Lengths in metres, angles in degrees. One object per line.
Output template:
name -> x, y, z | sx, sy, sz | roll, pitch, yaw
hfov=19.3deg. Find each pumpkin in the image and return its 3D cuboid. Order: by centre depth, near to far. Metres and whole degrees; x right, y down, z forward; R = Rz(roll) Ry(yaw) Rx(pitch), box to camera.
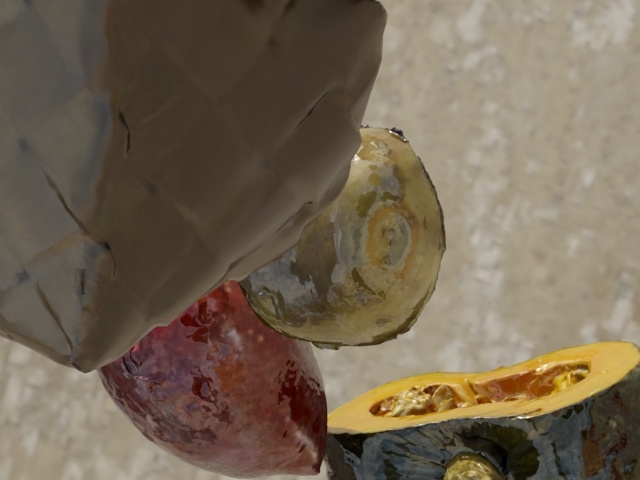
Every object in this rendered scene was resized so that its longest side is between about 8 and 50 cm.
pumpkin -> 0.150, 0.193, 1.655 | 0.317, 0.222, 0.139 | -9, 107, 24

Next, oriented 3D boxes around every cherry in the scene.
cherry -> -0.085, 0.109, 1.616 | 0.175, 0.250, 0.192 | -44, 4, -19

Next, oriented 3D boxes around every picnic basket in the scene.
picnic basket -> -0.105, -0.127, 0.771 | 0.337, 0.337, 0.293 | 43, 135, 53

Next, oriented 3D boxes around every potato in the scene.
potato -> 0.000, 0.000, 1.351 | 0.200, 0.081, 0.164 | -32, 72, 49
